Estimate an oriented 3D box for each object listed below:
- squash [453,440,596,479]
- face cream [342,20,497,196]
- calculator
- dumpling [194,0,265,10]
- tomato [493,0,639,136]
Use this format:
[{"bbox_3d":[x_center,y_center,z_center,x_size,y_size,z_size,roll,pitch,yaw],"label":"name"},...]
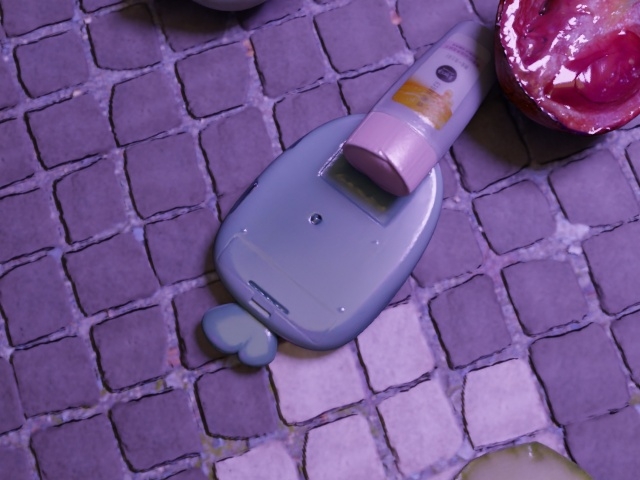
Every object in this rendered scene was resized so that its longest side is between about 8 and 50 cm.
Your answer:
[{"bbox_3d":[0.186,0.317,0.547,0.189,0.189,0.260,-17,83,-1],"label":"squash"},{"bbox_3d":[0.108,-0.135,0.675,0.084,0.057,0.198,35,67,9],"label":"face cream"},{"bbox_3d":[0.000,0.000,0.687,0.185,0.041,0.299,40,82,9],"label":"calculator"},{"bbox_3d":[-0.089,-0.317,0.720,0.229,0.124,0.151,-5,41,9],"label":"dumpling"},{"bbox_3d":[0.240,-0.192,0.680,0.173,0.099,0.189,-32,94,-11],"label":"tomato"}]
